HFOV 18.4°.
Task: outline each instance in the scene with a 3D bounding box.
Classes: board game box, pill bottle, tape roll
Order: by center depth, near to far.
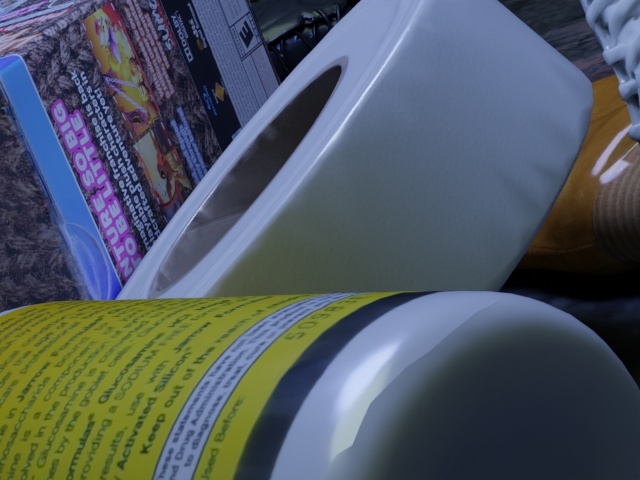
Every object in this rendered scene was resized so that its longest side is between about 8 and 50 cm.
[{"bbox_3d":[-0.052,0.114,0.723,0.334,0.188,0.188,-2,25,44],"label":"pill bottle"},{"bbox_3d":[0.000,0.000,0.946,0.286,0.100,0.286,-48,11,13],"label":"tape roll"},{"bbox_3d":[-0.134,-0.029,1.175,0.141,0.232,0.291,-12,18,27],"label":"board game box"}]

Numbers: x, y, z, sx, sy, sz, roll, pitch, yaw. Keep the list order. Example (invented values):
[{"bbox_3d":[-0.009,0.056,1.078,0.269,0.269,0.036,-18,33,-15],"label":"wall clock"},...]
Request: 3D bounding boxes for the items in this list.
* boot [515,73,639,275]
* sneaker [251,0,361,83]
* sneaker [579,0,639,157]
[{"bbox_3d":[0.211,-0.092,1.132,0.295,0.104,0.211,-48,25,-27],"label":"boot"},{"bbox_3d":[-0.034,-0.168,1.707,0.130,0.109,0.286,6,32,43],"label":"sneaker"},{"bbox_3d":[0.187,-0.085,0.912,0.152,0.305,0.114,-41,-6,-32],"label":"sneaker"}]
